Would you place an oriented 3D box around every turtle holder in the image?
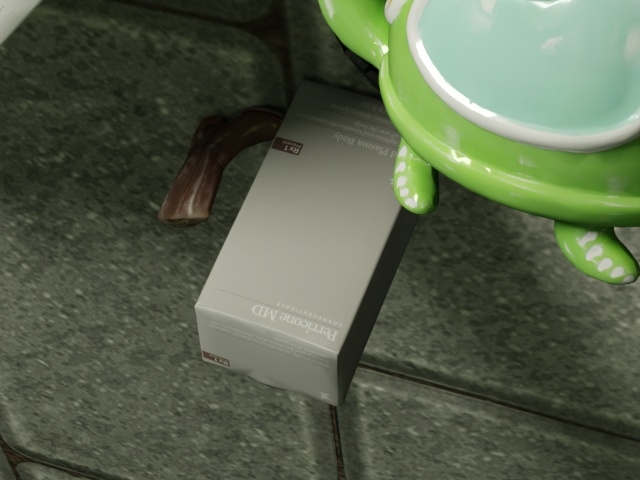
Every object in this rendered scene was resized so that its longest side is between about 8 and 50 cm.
[{"bbox_3d":[0.149,-0.153,1.030,0.320,0.243,0.227,49,147,42],"label":"turtle holder"}]

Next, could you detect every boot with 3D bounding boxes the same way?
[{"bbox_3d":[-0.083,-0.059,1.431,0.106,0.114,0.037,-7,138,39],"label":"boot"}]

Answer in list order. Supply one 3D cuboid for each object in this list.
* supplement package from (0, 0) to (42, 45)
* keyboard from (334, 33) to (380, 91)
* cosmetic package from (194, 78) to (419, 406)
[{"bbox_3d":[-0.272,-0.285,1.094,0.263,0.198,0.199,32,136,-23],"label":"supplement package"},{"bbox_3d":[0.161,-0.150,1.221,0.201,0.033,0.317,36,147,-21],"label":"keyboard"},{"bbox_3d":[0.000,0.000,1.348,0.127,0.238,0.107,16,148,11],"label":"cosmetic package"}]
